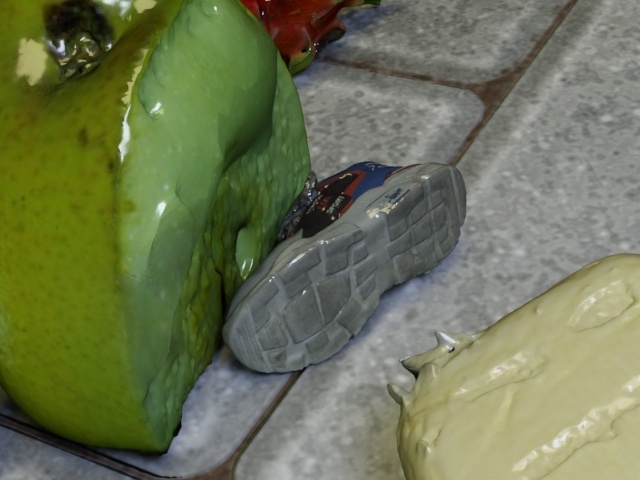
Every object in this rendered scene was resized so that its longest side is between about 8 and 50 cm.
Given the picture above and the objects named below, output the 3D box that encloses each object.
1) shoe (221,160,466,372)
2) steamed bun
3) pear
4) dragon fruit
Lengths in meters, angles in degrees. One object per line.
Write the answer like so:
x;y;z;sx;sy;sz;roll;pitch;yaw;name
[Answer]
0.000;0.000;0.986;0.227;0.099;0.125;-34;43;-23;shoe
0.180;0.143;0.733;0.232;0.166;0.273;-38;40;-11;steamed bun
-0.159;-0.069;0.943;0.238;0.318;0.342;8;40;18;pear
-0.023;-0.237;1.254;0.236;0.135;0.137;-1;32;-14;dragon fruit
